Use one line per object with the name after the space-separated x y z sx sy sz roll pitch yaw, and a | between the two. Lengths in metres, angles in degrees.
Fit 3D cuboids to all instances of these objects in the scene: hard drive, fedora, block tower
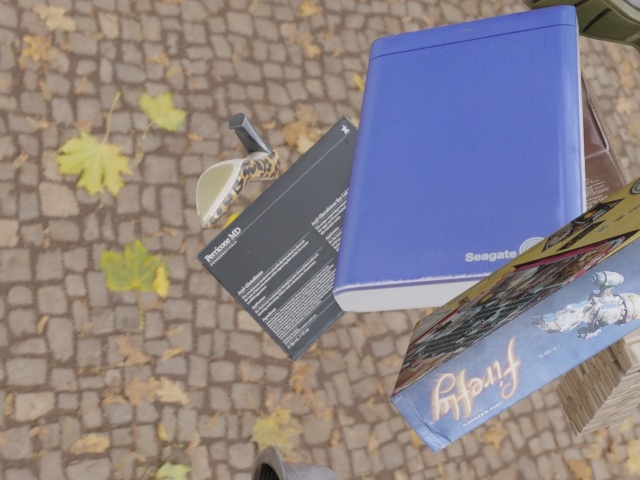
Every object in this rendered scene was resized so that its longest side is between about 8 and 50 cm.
0.133 -0.084 0.865 0.040 0.210 0.318 61 30 -47 | hard drive
-0.027 0.462 1.584 0.124 0.275 0.243 -5 83 -19 | fedora
0.451 0.201 1.441 0.097 0.335 0.091 -16 60 -9 | block tower

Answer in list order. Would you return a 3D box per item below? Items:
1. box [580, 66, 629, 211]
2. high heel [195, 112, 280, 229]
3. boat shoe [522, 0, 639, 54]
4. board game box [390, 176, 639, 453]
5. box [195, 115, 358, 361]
0.318 -0.134 1.266 0.381 0.143 0.191 25 46 -66 | box
-0.151 -0.096 1.849 0.186 0.093 0.261 53 47 -49 | high heel
0.366 -0.300 1.127 0.302 0.113 0.103 19 82 -16 | boat shoe
0.160 0.022 0.564 0.042 0.243 0.165 54 15 -1 | board game box
0.000 0.000 1.207 0.261 0.103 0.184 -43 86 -3 | box
